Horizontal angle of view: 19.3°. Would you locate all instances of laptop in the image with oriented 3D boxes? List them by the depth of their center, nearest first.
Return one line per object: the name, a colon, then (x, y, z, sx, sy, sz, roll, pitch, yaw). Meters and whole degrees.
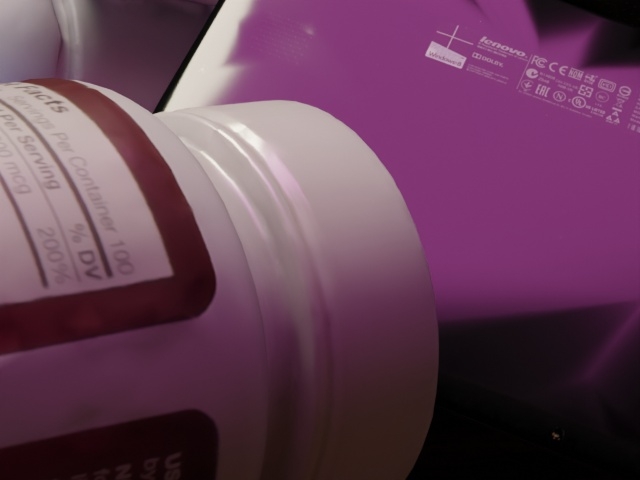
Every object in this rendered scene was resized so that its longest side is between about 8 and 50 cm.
laptop: (0.122, -0.019, 1.081, 0.382, 0.236, 0.408, 20, 57, 9)

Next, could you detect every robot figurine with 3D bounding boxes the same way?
robot figurine: (-0.179, -0.111, 1.168, 0.300, 0.200, 0.353, -34, -18, 34)

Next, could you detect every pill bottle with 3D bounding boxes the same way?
pill bottle: (-0.163, 0.055, 0.712, 0.392, 0.224, 0.224, -8, 17, -36)

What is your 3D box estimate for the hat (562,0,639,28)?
hat: (0.194, -0.146, 1.364, 0.331, 0.331, 0.134, 9, 57, 29)
